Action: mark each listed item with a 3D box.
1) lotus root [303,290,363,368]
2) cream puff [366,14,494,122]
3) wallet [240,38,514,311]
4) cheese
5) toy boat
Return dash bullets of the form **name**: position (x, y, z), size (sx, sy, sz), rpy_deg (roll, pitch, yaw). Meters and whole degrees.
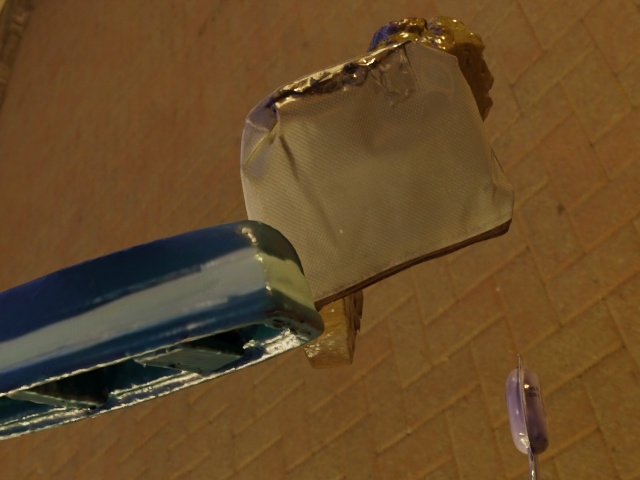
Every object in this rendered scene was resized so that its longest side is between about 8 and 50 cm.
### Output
- **lotus root**: position (0.000, 0.000, 1.216), size (0.390, 0.111, 0.375), rpy_deg (3, -102, -84)
- **cream puff**: position (0.160, -0.224, 1.269), size (0.196, 0.244, 0.244), rpy_deg (42, 110, 25)
- **wallet**: position (0.056, -0.065, 0.926), size (0.068, 0.335, 0.275), rpy_deg (35, 145, 64)
- **cheese**: position (0.245, 0.225, 0.967), size (0.042, 0.105, 0.191), rpy_deg (-11, 54, 16)
- **toy boat**: position (-0.146, 0.062, 0.453), size (0.299, 0.096, 0.061), rpy_deg (-19, 71, 15)
